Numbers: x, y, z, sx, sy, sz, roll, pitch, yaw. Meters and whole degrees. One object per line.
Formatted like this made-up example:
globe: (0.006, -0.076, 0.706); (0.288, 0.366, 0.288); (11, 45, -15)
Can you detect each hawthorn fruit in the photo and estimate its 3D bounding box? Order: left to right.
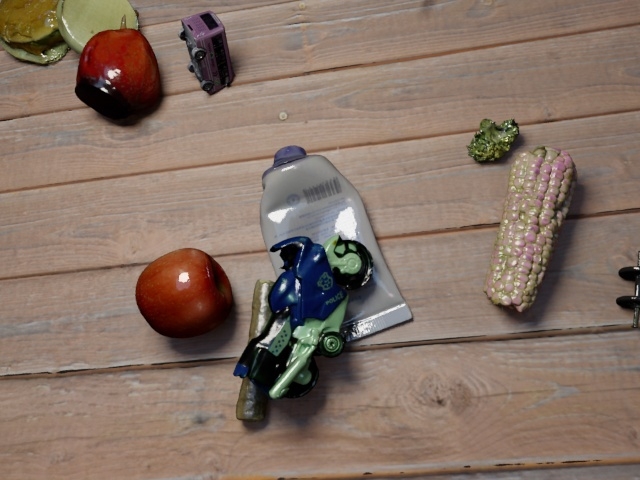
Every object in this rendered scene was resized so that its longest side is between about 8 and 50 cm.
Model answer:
hawthorn fruit: (-0.477, -0.410, 1.178); (0.190, 0.189, 0.251); (-4, 80, 7)

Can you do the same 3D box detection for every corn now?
corn: (0.401, -0.023, 0.950); (0.127, 0.126, 0.334); (15, 76, 13)

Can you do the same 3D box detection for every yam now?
yam: (-0.121, 0.214, 0.982); (0.061, 0.061, 0.273); (2, 71, 9)

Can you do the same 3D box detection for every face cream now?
face cream: (0.000, 0.000, 1.015); (0.235, 0.137, 0.419); (-20, 78, -1)

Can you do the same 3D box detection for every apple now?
apple: (-0.266, 0.104, 0.974); (0.169, 0.181, 0.180); (-21, 69, -1)

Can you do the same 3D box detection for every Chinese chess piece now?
Chinese chess piece: (-0.557, -0.545, 1.249); (0.189, 0.083, 0.188); (-1, 91, -32)

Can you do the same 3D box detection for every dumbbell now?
dumbbell: (0.580, 0.088, 0.909); (0.070, 0.069, 0.147); (11, 74, 12)

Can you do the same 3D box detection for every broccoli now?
broccoli: (0.359, -0.214, 1.037); (0.097, 0.092, 0.095); (2, 57, 28)

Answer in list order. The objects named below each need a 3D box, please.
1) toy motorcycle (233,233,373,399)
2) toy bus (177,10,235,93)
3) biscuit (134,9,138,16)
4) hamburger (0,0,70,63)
toy motorcycle: (-0.039, 0.122, 0.909); (0.196, 0.125, 0.331); (31, 75, -9)
toy bus: (-0.260, -0.435, 1.163); (0.098, 0.178, 0.086); (-30, 69, -15)
biscuit: (-0.528, -0.588, 1.339); (0.092, 0.016, 0.082); (-44, 66, -8)
hamburger: (-0.735, -0.618, 1.320); (0.266, 0.134, 0.284); (15, 72, 11)
